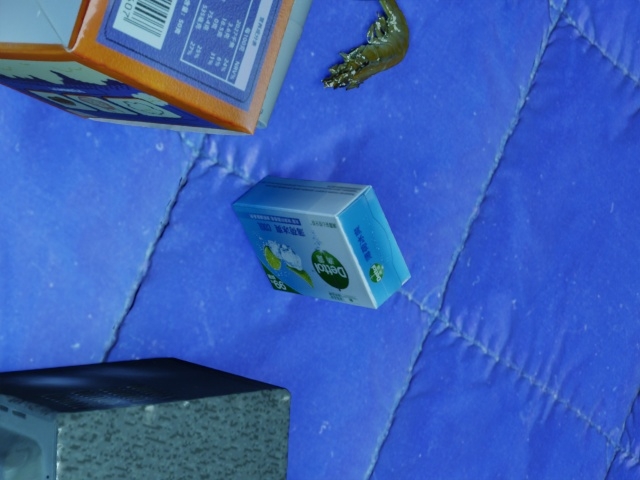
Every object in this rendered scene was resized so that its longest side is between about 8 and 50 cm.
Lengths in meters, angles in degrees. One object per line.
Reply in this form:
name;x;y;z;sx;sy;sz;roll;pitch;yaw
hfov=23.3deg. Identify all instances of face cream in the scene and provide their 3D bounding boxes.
face cream;-0.059;-0.265;1.901;0.077;0.077;0.250;27;80;-40

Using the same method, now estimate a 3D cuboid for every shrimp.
shrimp;0.054;-0.270;2.031;0.178;0.034;0.124;-30;112;-36

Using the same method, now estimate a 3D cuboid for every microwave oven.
microwave oven;-0.238;0.368;1.730;0.374;0.236;0.431;-3;97;-40

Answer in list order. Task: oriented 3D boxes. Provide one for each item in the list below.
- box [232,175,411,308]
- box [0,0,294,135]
box;0.000;0.000;1.912;0.073;0.194;0.139;-42;121;-31
box;-0.194;-0.312;1.615;0.257;0.319;0.348;22;81;-41
